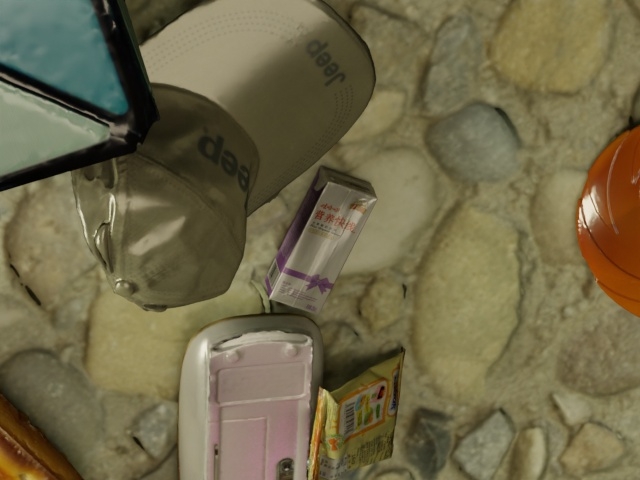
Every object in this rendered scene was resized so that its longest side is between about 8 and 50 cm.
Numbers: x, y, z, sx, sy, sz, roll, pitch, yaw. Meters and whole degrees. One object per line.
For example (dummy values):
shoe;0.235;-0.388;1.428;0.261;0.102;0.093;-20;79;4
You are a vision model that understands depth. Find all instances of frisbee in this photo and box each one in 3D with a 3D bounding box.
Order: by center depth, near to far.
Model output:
frisbee;0.310;-0.013;1.653;0.192;0.035;0.192;3;108;9

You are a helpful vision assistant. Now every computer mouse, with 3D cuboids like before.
computer mouse;-0.058;0.165;1.692;0.125;0.056;0.245;-5;118;-12

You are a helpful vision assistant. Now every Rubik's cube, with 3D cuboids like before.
Rubik's cube;-0.270;-0.181;1.361;0.248;0.246;0.250;-20;118;-3

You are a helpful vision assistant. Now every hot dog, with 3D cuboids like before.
hot dog;-0.289;0.175;1.640;0.115;0.072;0.269;-35;120;6

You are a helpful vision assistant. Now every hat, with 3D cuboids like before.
hat;-0.068;-0.064;1.509;0.244;0.149;0.214;-31;134;18

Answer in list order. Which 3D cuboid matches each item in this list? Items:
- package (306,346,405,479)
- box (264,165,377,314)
package;0.031;0.157;1.692;0.120;0.031;0.108;-22;129;-45
box;0.000;0.000;1.631;0.050;0.036;0.117;21;110;-21
